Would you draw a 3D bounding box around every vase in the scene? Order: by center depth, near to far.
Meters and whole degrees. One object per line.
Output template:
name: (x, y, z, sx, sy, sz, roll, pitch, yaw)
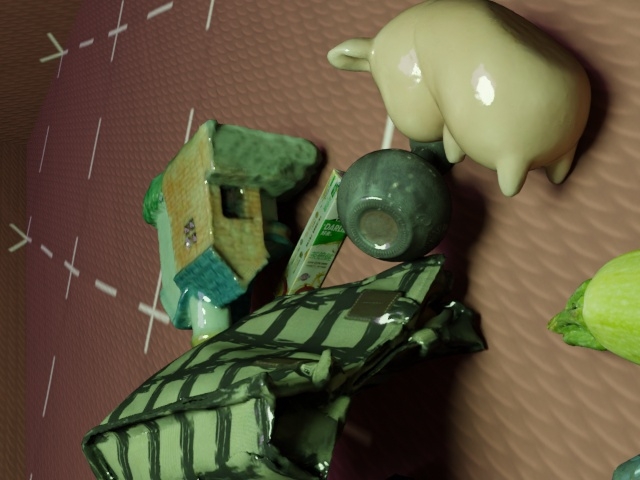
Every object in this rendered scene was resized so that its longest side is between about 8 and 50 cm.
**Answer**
vase: (0.091, -0.057, 0.792, 0.120, 0.120, 0.183, -48, 4, 40)

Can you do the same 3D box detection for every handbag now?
handbag: (-0.035, 0.153, 0.782, 0.327, 0.325, 0.162, -28, 94, 46)

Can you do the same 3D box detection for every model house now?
model house: (-0.123, 0.040, 1.070, 0.267, 0.194, 0.325, -32, 57, 51)

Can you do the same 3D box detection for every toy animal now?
toy animal: (0.144, -0.157, 0.733, 0.250, 0.166, 0.154, 37, 129, 43)

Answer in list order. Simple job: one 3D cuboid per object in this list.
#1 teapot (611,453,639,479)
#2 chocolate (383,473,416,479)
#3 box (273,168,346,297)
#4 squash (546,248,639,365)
teapot: (0.264, 0.175, 0.562, 0.049, 0.063, 0.083, 51, 127, 12)
chocolate: (0.076, 0.307, 0.738, 0.124, 0.127, 0.133, -40, 67, 39)
box: (0.000, 0.000, 1.015, 0.207, 0.050, 0.041, -63, 37, 24)
squash: (0.262, 0.043, 0.525, 0.287, 0.137, 0.137, 10, 89, 60)
